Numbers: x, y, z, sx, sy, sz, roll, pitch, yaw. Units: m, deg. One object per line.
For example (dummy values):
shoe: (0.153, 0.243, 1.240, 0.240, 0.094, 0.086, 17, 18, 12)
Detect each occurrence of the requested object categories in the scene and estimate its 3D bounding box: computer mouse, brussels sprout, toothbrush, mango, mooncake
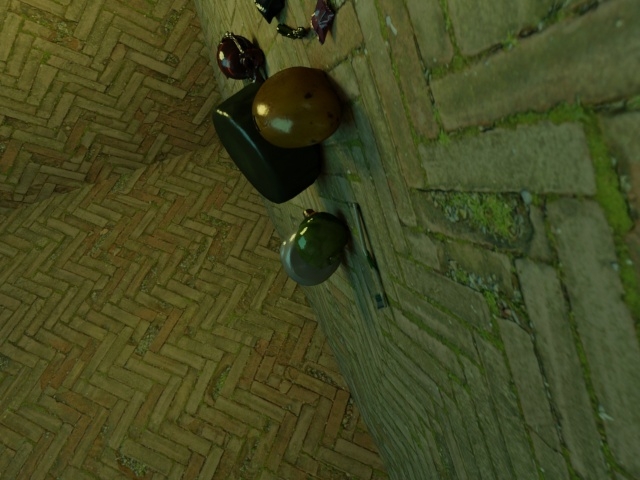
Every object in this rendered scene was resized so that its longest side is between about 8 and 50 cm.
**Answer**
computer mouse: (-0.143, -0.626, 1.102, 0.192, 0.062, 0.106, -167, 56, -76)
brussels sprout: (-0.006, -0.004, 1.316, 0.183, 0.145, 0.131, -48, 29, 31)
toothbrush: (0.130, 0.043, 1.141, 0.030, 0.030, 0.304, -146, 39, -72)
mango: (-0.057, -0.298, 0.995, 0.290, 0.190, 0.160, 46, 163, 53)
mooncake: (-0.157, -0.295, 1.319, 0.356, 0.194, 0.356, 46, 166, 15)

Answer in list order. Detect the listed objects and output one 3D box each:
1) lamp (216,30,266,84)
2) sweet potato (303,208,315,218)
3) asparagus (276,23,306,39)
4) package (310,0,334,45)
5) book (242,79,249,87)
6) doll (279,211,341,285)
lamp: (-0.293, -0.643, 1.581, 0.223, 0.150, 0.215, 59, 170, 35)
sweet potato: (-0.020, -0.069, 1.612, 0.117, 0.049, 0.049, 53, 164, 24)
asparagus: (-0.073, -0.514, 1.061, 0.034, 0.027, 0.236, 63, 175, -34)
package: (0.002, -0.434, 0.841, 0.059, 0.029, 0.083, 64, 160, 10)
book: (-0.297, -0.660, 1.879, 0.239, 0.035, 0.353, -127, 20, -50)
doll: (-0.036, 0.026, 1.501, 0.221, 0.220, 0.251, -142, 59, -70)
